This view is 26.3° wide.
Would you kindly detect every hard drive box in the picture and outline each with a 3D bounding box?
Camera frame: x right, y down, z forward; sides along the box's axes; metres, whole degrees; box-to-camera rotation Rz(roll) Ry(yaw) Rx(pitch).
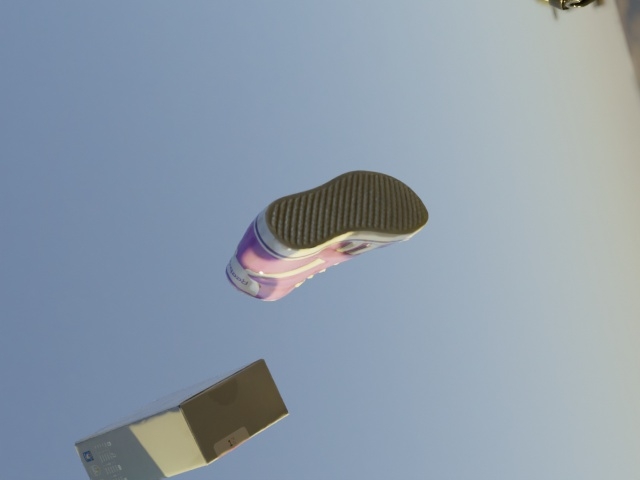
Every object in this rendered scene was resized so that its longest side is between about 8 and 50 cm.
[{"bbox_3d":[-0.192,0.258,1.879,0.181,0.232,0.089,-25,-90,-50],"label":"hard drive box"}]

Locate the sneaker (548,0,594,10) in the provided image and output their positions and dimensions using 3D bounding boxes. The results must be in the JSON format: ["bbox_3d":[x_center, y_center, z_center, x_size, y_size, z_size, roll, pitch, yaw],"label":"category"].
[{"bbox_3d":[0.344,-0.378,1.687,0.121,0.217,0.079,37,-175,22],"label":"sneaker"}]

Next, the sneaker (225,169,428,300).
[{"bbox_3d":[-0.001,-0.001,1.731,0.282,0.161,0.102,-10,-119,-40],"label":"sneaker"}]
